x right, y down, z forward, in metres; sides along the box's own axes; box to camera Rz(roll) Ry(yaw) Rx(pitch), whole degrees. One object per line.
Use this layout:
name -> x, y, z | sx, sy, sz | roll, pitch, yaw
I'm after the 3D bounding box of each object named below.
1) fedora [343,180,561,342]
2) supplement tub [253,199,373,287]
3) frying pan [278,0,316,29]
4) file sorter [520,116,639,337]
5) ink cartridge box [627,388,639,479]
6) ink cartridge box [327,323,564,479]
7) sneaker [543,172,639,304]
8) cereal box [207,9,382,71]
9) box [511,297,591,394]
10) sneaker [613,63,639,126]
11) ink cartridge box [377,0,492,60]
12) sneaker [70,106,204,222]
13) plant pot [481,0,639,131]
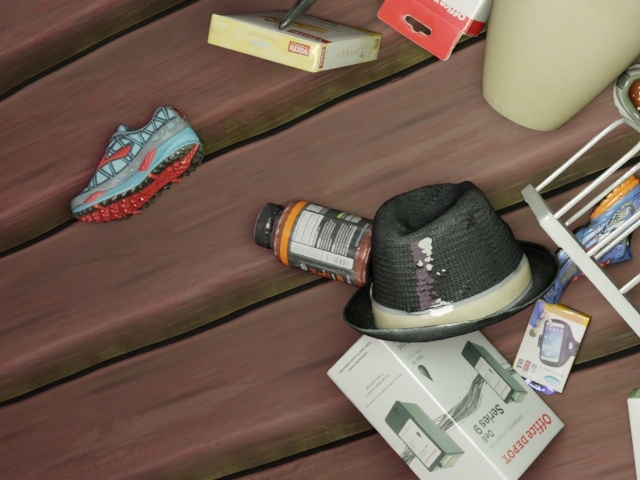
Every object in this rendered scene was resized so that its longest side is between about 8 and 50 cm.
fedora -> 0.167, 0.010, 1.655 | 0.334, 0.334, 0.153 | -7, 108, 23
supplement tub -> 0.000, 0.000, 1.856 | 0.197, 0.106, 0.106 | 16, 102, 20
frying pan -> 0.076, -0.412, 1.686 | 0.053, 0.326, 0.197 | 44, 138, -19
file sorter -> 0.425, 0.004, 1.578 | 0.173, 0.193, 0.278 | -40, 99, 11
ink cartridge box -> 0.503, 0.314, 1.711 | 0.108, 0.062, 0.209 | -6, 94, 23
ink cartridge box -> 0.185, 0.229, 1.741 | 0.289, 0.211, 0.121 | 48, 125, 10
sneaker -> 0.393, 0.011, 1.712 | 0.087, 0.083, 0.221 | 40, 111, 7
cereal box -> -0.032, -0.293, 1.759 | 0.173, 0.240, 0.047 | 18, 108, 19
box -> 0.336, 0.159, 1.780 | 0.081, 0.028, 0.136 | 22, 102, 18
sneaker -> 0.505, -0.139, 1.633 | 0.271, 0.108, 0.100 | 37, 107, 13
ink cartridge box -> 0.199, -0.387, 1.742 | 0.134, 0.078, 0.231 | 36, 108, 15
sneaker -> -0.308, -0.124, 1.985 | 0.261, 0.104, 0.125 | -31, 67, 18
plant pot -> 0.329, -0.293, 1.629 | 0.256, 0.256, 0.274 | 34, 124, 15
